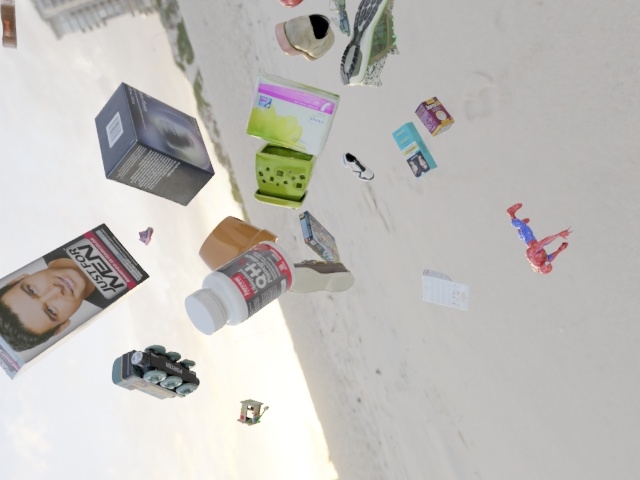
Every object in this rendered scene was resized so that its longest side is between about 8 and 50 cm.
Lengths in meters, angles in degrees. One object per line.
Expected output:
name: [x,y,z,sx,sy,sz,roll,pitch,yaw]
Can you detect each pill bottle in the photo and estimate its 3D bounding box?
pill bottle: [-0.237,0.143,1.638,0.176,0.318,0.176,25,132,32]

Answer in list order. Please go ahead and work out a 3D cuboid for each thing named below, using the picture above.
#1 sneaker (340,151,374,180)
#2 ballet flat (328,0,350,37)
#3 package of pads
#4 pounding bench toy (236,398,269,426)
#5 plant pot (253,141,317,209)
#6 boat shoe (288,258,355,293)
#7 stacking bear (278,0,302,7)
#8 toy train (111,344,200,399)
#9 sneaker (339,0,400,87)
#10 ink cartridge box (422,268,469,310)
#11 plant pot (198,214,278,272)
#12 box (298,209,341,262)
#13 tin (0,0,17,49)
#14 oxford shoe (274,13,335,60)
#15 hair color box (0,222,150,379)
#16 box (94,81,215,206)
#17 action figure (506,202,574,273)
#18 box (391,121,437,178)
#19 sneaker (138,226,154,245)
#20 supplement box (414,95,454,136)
sneaker: [0.102,-0.203,1.523,0.109,0.040,0.044,34,166,-1]
ballet flat: [0.061,-0.773,1.875,0.070,0.070,0.188,71,-168,-77]
package of pads: [-0.102,-0.445,1.978,0.101,0.297,0.229,-85,12,-60]
pounding bench toy: [-0.187,0.495,1.575,0.052,0.083,0.065,13,-96,-61]
plant pot: [-0.141,-0.253,2.180,0.228,0.227,0.207,-74,-5,-69]
boat shoe: [-0.028,0.122,2.003,0.116,0.324,0.096,-64,38,31]
stacking bear: [-0.011,-0.777,1.571,0.164,0.289,0.175,56,-171,-23]
toy train: [-0.582,0.482,1.982,0.334,0.190,0.142,47,-155,-51]
sneaker: [0.214,-0.737,1.994,0.158,0.182,0.410,51,124,53]
ink cartridge box: [0.479,0.186,2.103,0.045,0.179,0.145,-58,-31,-41]
plant pot: [-0.326,0.040,2.116,0.203,0.291,0.291,37,179,1]
box: [0.000,0.000,2.293,0.233,0.044,0.159,44,-156,-45]
tin: [-0.778,-0.542,1.381,0.189,0.040,0.106,47,128,51]
oxford shoe: [-0.012,-0.732,1.979,0.397,0.147,0.140,-44,-65,-60]
hair color box: [-0.610,0.129,1.304,0.185,0.113,0.374,50,-140,-3]
box: [-0.530,-0.305,1.776,0.294,0.183,0.296,21,-145,-47]
action figure: [0.590,-0.014,1.457,0.091,0.139,0.280,52,-155,-26]
box: [0.433,-0.416,2.552,0.100,0.060,0.244,-34,83,48]
sneaker: [-0.718,-0.023,2.260,0.119,0.057,0.047,-53,6,49]
supplement box: [0.286,-0.311,1.388,0.083,0.055,0.043,55,154,12]
